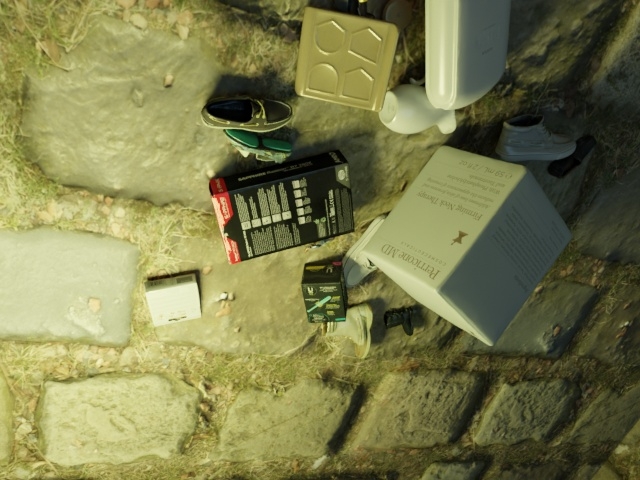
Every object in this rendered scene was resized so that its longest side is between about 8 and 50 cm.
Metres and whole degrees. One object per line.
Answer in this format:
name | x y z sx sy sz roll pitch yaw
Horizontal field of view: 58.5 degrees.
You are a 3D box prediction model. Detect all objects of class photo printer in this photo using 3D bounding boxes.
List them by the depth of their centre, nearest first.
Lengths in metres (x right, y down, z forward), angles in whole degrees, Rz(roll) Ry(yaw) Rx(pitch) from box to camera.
photo printer | 0.360 -0.484 1.393 0.256 0.107 0.307 -34 133 -33

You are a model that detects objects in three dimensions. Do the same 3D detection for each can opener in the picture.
can opener | 0.080 -0.512 1.365 0.095 0.076 0.283 7 127 14

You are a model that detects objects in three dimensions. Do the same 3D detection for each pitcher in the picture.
pitcher | 0.260 -0.369 1.493 0.207 0.125 0.178 -5 104 -29

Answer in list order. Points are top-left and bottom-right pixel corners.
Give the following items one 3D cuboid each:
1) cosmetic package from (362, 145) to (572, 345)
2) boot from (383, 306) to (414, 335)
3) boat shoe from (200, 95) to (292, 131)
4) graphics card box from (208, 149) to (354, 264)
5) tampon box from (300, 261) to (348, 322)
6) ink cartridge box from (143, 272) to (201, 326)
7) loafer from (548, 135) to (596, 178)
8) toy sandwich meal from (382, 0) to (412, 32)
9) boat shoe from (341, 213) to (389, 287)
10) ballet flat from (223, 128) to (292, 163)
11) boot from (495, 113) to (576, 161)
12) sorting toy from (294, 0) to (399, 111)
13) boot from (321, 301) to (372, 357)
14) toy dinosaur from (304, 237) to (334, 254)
cosmetic package | 0.408 0.007 1.596 0.327 0.329 0.393 41 84 -36
boot | 0.270 0.285 1.969 0.099 0.045 0.121 -12 119 -15
boat shoe | -0.172 -0.308 1.381 0.228 0.069 0.081 -6 89 -16
graphics card box | -0.097 -0.091 1.554 0.371 0.094 0.233 -15 126 -9
tampon box | 0.015 0.158 1.736 0.120 0.101 0.161 -3 127 9
ink cartridge box | -0.425 0.174 1.660 0.145 0.045 0.179 -10 143 -14
loafer | 0.799 -0.256 1.785 0.170 0.061 0.062 -45 125 11
toy sandwich meal | 0.185 -0.548 1.391 0.085 0.029 0.085 -8 120 -13
boat shoe | 0.151 0.048 1.740 0.096 0.088 0.267 27 110 -32
ballet flat | -0.165 -0.235 1.455 0.188 0.070 0.070 13 117 -23
boot | 0.646 -0.307 1.673 0.258 0.095 0.123 -9 132 -13
sorting toy | 0.066 -0.469 1.333 0.229 0.041 0.307 15 124 6
boot | 0.084 0.309 1.899 0.165 0.077 0.213 -6 119 -16
toy dinosaur | 0.000 0.000 1.698 0.082 0.047 0.090 -6 158 -27
